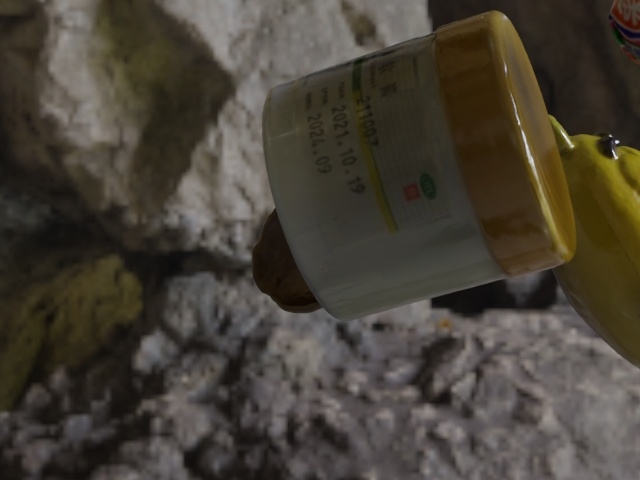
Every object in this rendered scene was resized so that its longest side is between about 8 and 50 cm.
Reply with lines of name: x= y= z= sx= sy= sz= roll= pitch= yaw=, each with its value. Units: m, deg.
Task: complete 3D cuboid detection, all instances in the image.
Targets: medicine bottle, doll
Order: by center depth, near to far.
medicine bottle: x=0.093 y=-0.066 z=1.343 sx=0.231 sy=0.238 sz=0.238 roll=-16 pitch=-3 yaw=15
doll: x=0.372 y=0.085 z=1.601 sx=0.161 sy=0.348 sz=0.423 roll=-28 pitch=-47 yaw=12

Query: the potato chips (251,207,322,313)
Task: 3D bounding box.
potato chips: x=0.000 y=0.000 z=1.781 sx=0.150 sy=0.202 sz=0.049 roll=42 pitch=29 yaw=27

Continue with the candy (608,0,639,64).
candy: x=0.406 y=-0.158 z=1.335 sx=0.365 sy=0.124 sz=0.124 roll=22 pitch=-12 yaw=-33
